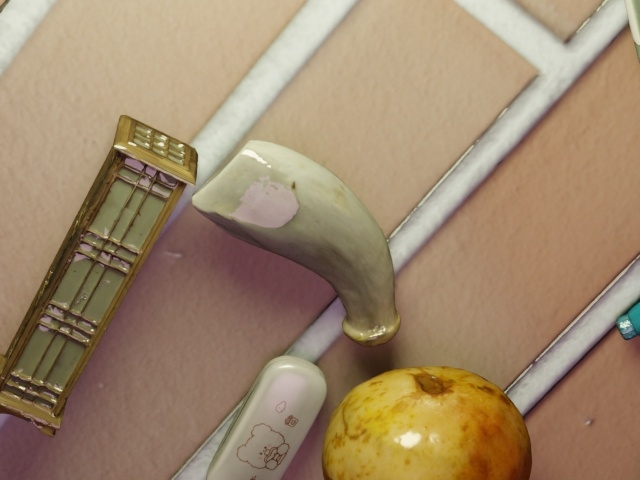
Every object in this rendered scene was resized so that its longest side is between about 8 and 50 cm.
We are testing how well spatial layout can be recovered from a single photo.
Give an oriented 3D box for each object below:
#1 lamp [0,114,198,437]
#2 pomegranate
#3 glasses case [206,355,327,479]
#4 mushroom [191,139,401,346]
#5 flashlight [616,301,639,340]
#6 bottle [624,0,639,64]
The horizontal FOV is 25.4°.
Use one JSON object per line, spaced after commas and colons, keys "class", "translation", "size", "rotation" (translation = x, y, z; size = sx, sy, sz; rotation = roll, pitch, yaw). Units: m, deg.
{"class": "lamp", "translation": [-0.231, 0.038, 1.413], "size": [0.089, 0.090, 0.325], "rotation": [25, 112, -14]}
{"class": "pomegranate", "translation": [0.108, 0.238, 1.455], "size": [0.215, 0.215, 0.215], "rotation": [-1, 115, -2]}
{"class": "glasses case", "translation": [-0.059, 0.208, 1.521], "size": [0.074, 0.049, 0.193], "rotation": [24, 110, -13]}
{"class": "mushroom", "translation": [0.000, 0.000, 1.402], "size": [0.118, 0.103, 0.270], "rotation": [-42, 115, 15]}
{"class": "flashlight", "translation": [0.372, 0.067, 1.481], "size": [0.129, 0.051, 0.051], "rotation": [-27, 113, 15]}
{"class": "bottle", "translation": [0.320, -0.252, 1.314], "size": [0.096, 0.079, 0.253], "rotation": [-34, 117, -30]}
